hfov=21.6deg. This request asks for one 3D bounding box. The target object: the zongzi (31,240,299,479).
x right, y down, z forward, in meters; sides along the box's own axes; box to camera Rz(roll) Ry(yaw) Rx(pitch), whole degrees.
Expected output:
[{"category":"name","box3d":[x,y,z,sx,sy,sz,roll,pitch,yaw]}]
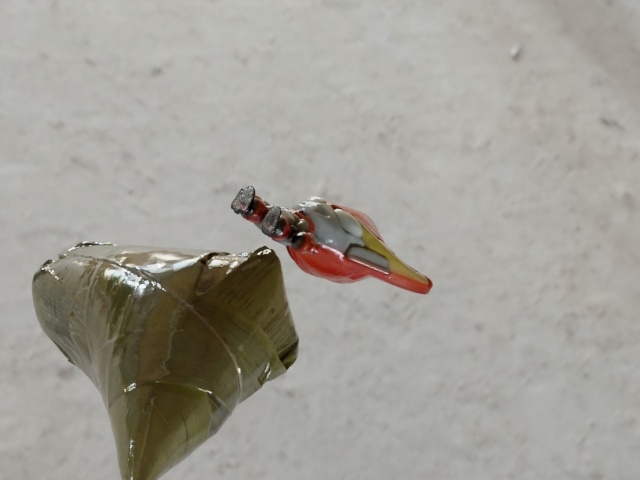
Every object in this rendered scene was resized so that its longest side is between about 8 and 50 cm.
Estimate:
[{"category":"zongzi","box3d":[-0.199,0.119,1.552,0.274,0.145,0.300,5,37,30]}]

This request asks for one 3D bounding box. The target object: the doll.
[{"category":"doll","box3d":[0.000,0.000,1.206,0.109,0.057,0.169,30,11,35]}]
